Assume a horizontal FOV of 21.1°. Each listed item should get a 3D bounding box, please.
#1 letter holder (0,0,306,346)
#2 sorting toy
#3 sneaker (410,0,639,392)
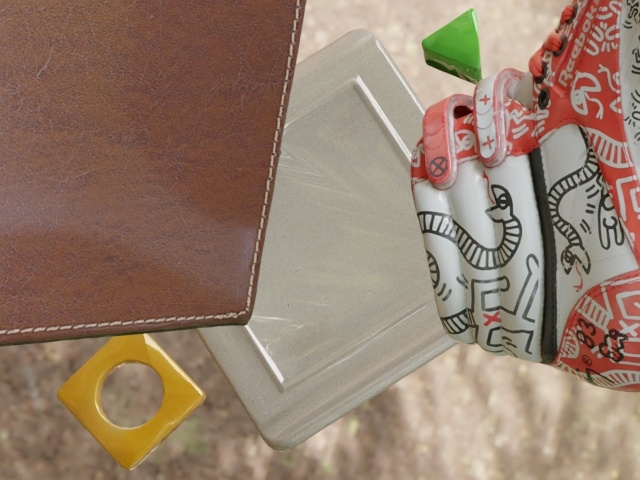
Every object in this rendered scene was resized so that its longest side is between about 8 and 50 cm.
[{"bbox_3d":[-0.171,-0.079,0.717,0.302,0.152,0.214,-3,111,-42],"label":"letter holder"},{"bbox_3d":[0.000,0.000,1.000,0.348,0.196,0.047,-32,165,-2],"label":"sorting toy"},{"bbox_3d":[0.110,-0.071,0.706,0.090,0.145,0.270,-22,117,-59],"label":"sneaker"}]
